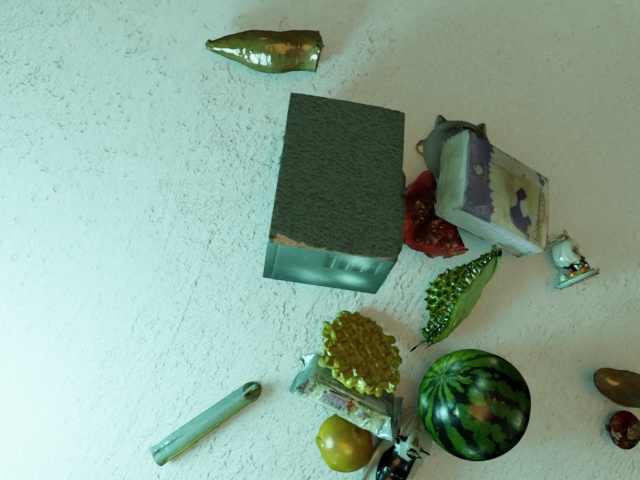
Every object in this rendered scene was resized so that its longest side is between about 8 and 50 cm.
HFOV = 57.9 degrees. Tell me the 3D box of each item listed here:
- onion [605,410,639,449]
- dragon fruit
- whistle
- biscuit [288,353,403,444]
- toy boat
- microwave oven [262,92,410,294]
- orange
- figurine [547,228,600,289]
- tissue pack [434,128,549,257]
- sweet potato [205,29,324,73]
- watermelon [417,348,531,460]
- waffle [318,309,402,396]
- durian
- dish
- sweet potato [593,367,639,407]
[{"bbox_3d":[0.852,0.532,1.624,0.107,0.097,0.107,0,90,-44],"label":"onion"},{"bbox_3d":[0.278,-0.041,1.627,0.212,0.134,0.262,-16,69,4],"label":"dragon fruit"},{"bbox_3d":[-0.295,0.476,1.523,0.326,0.068,0.057,-33,78,-8],"label":"whistle"},{"bbox_3d":[0.075,0.407,1.518,0.309,0.186,0.079,28,111,-2],"label":"biscuit"},{"bbox_3d":[0.204,0.581,1.531,0.141,0.141,0.269,32,93,-1],"label":"toy boat"},{"bbox_3d":[0.043,-0.116,1.491,0.374,0.236,0.432,9,65,-6],"label":"microwave oven"},{"bbox_3d":[0.061,0.532,1.517,0.155,0.154,0.134,39,121,0],"label":"orange"},{"bbox_3d":[0.706,0.052,1.663,0.132,0.132,0.153,-20,73,-8],"label":"figurine"},{"bbox_3d":[0.475,-0.120,1.572,0.344,0.125,0.242,23,64,-28],"label":"tissue pack"},{"bbox_3d":[-0.156,-0.533,1.638,0.337,0.131,0.131,-3,83,-5],"label":"sweet potato"},{"bbox_3d":[0.395,0.418,1.488,0.285,0.285,0.285,1,83,-6],"label":"watermelon"},{"bbox_3d":[0.106,0.292,1.533,0.243,0.058,0.237,28,43,-4],"label":"waffle"},{"bbox_3d":[0.366,0.158,1.603,0.132,0.106,0.375,32,98,-39],"label":"durian"},{"bbox_3d":[0.407,-0.275,1.680,0.236,0.086,0.227,-13,84,-8],"label":"dish"},{"bbox_3d":[0.919,0.438,1.637,0.385,0.109,0.109,22,81,-15],"label":"sweet potato"}]
